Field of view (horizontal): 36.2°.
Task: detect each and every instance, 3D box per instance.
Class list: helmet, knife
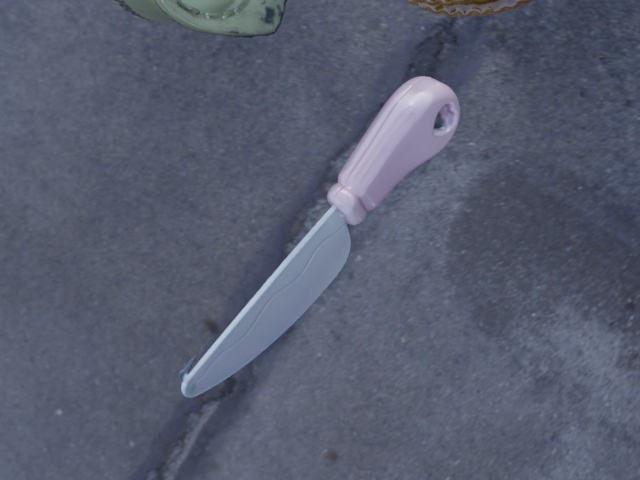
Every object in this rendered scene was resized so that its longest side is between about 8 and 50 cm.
[{"bbox_3d":[-0.162,-0.297,0.993,0.137,0.258,0.204,-8,71,35],"label":"helmet"},{"bbox_3d":[0.002,0.001,0.819,0.043,0.081,0.336,36,83,37],"label":"knife"}]

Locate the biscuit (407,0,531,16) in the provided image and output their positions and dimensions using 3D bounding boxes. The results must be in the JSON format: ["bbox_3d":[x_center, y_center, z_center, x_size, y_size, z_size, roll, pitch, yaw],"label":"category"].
[{"bbox_3d":[0.138,-0.308,0.885,0.221,0.066,0.220,-4,78,17],"label":"biscuit"}]
